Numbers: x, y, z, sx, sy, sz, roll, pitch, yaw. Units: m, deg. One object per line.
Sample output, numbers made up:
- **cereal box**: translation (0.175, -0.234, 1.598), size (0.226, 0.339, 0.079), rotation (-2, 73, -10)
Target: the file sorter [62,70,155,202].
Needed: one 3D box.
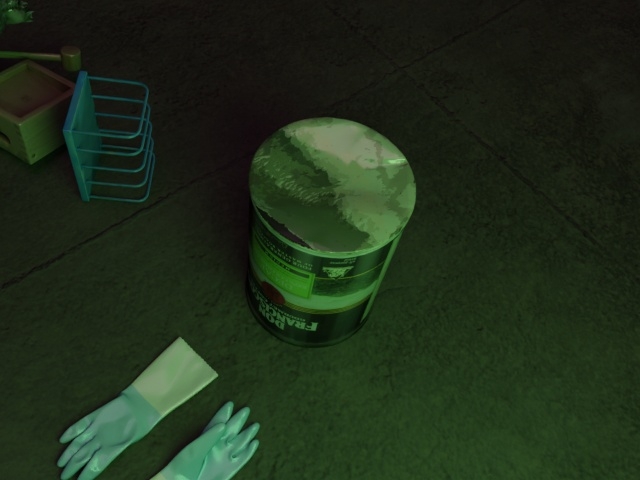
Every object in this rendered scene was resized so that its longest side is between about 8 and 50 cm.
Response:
- **file sorter**: translation (-0.317, -0.153, 0.953), size (0.104, 0.170, 0.118), rotation (4, 58, -8)

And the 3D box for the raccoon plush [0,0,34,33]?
- **raccoon plush**: translation (-0.664, -0.428, 0.956), size (0.299, 0.216, 0.447), rotation (-32, 83, 9)

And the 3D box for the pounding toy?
- **pounding toy**: translation (-0.476, -0.244, 1.038), size (0.181, 0.094, 0.206), rotation (28, 50, 16)

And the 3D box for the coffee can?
- **coffee can**: translation (0.000, 0.000, 0.839), size (0.201, 0.275, 0.202), rotation (3, 58, -5)

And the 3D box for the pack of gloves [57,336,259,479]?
- **pack of gloves**: translation (-0.206, 0.256, 0.791), size (0.195, 0.046, 0.232), rotation (41, 62, 16)
